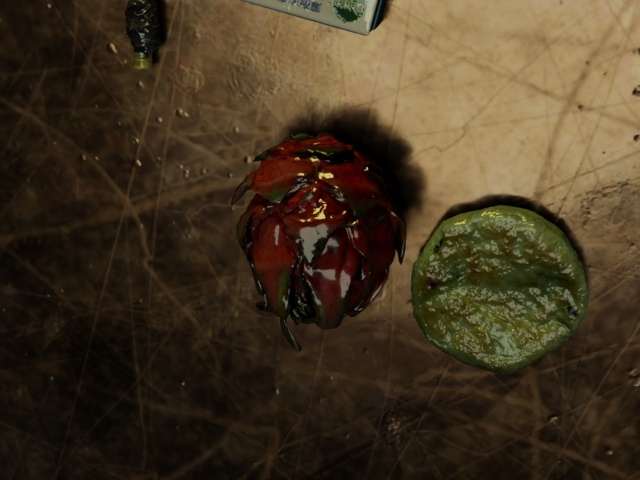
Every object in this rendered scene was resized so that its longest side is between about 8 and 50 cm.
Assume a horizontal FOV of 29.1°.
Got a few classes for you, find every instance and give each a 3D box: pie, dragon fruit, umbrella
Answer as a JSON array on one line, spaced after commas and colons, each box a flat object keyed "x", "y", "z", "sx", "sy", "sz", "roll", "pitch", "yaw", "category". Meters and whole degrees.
[{"x": 0.184, "y": 0.051, "z": 1.286, "sx": 0.187, "sy": 0.041, "sz": 0.187, "roll": 4, "pitch": 109, "yaw": 11, "category": "pie"}, {"x": 0.000, "y": -0.009, "z": 1.239, "sx": 0.182, "sy": 0.182, "sz": 0.188, "roll": -7, "pitch": 117, "yaw": 14, "category": "dragon fruit"}, {"x": -0.183, "y": -0.247, "z": 1.267, "sx": 0.037, "sy": 0.040, "sz": 0.144, "roll": 2, "pitch": 110, "yaw": 2, "category": "umbrella"}]

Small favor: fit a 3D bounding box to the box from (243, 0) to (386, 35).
[{"x": -0.021, "y": -0.294, "z": 1.197, "sx": 0.194, "sy": 0.073, "sz": 0.139, "roll": 17, "pitch": 110, "yaw": 6, "category": "box"}]
